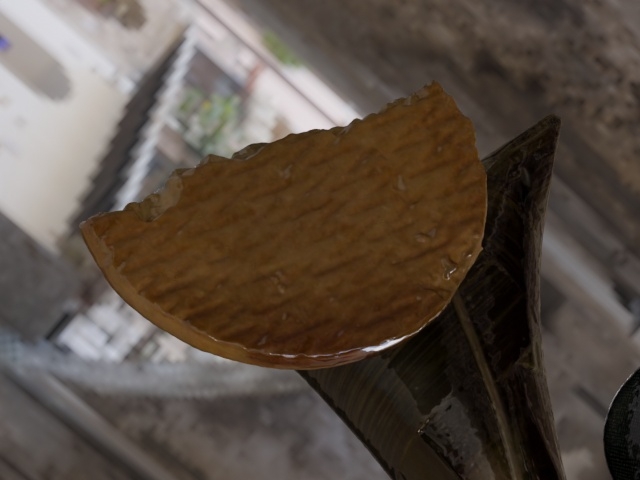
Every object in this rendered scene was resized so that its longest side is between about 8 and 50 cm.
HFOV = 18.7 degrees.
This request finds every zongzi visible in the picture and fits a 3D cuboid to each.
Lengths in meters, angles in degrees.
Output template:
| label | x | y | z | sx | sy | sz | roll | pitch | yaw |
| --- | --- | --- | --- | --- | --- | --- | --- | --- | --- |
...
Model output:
| label | x | y | z | sx | sy | sz | roll | pitch | yaw |
| --- | --- | --- | --- | --- | --- | --- | --- | --- | --- |
| zongzi | 0.126 | 0.065 | 1.180 | 0.241 | 0.248 | 0.111 | -35 | 159 | -12 |

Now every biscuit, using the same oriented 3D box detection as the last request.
| label | x | y | z | sx | sy | sz | roll | pitch | yaw |
| --- | --- | --- | --- | --- | --- | --- | --- | --- | --- |
| biscuit | 0.000 | 0.001 | 1.018 | 0.224 | 0.144 | 0.033 | -25 | 156 | -24 |

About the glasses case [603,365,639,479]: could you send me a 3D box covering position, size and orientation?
| label | x | y | z | sx | sy | sz | roll | pitch | yaw |
| --- | --- | --- | --- | --- | --- | --- | --- | --- | --- |
| glasses case | 0.263 | 0.193 | 1.055 | 0.122 | 0.082 | 0.321 | -40 | -121 | 23 |
